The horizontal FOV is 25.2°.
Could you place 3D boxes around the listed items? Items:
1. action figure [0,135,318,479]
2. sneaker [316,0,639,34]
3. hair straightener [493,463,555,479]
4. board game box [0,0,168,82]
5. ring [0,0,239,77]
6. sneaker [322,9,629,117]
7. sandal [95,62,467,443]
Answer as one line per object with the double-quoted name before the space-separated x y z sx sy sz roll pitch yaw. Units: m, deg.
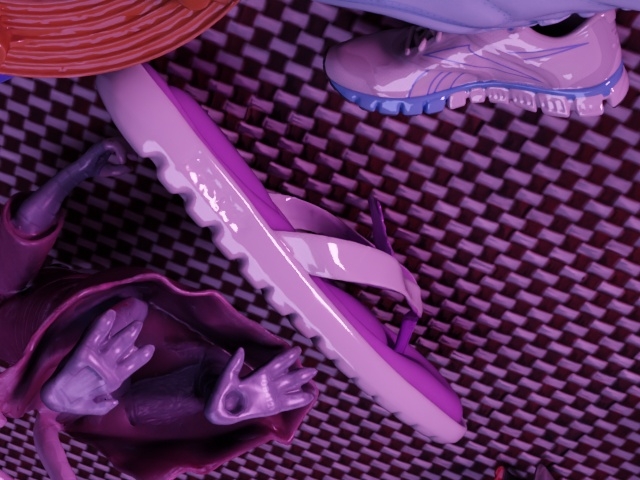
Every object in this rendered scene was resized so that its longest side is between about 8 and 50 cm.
"action figure" -0.171 0.091 1.089 0.370 0.275 0.248 13 145 56
"sneaker" 0.127 -0.175 0.780 0.366 0.135 0.150 12 163 10
"hair straightener" 0.247 0.279 1.338 0.089 0.047 0.230 -11 134 34
"board game box" -0.262 -0.198 0.957 0.317 0.046 0.213 -17 130 37
"ring" -0.178 -0.227 0.820 0.337 0.032 0.336 1 132 2
"sneaker" 0.094 -0.127 0.888 0.191 0.071 0.083 -1 133 11
"sandal" 0.005 0.007 1.048 0.102 0.169 0.416 -42 121 4
